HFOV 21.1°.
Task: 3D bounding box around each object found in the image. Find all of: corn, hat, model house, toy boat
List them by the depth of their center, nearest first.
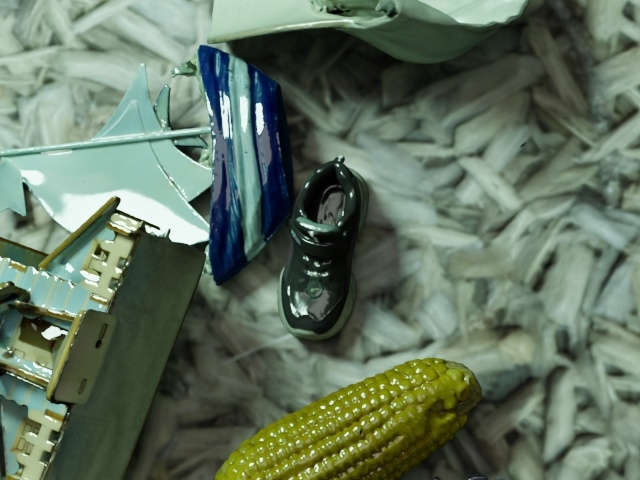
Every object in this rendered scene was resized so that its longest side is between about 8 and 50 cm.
[{"bbox_3d":[0.017,0.178,1.449,0.262,0.097,0.097,-27,70,-5],"label":"corn"},{"bbox_3d":[-0.251,0.077,1.463,0.206,0.178,0.271,20,90,27],"label":"model house"},{"bbox_3d":[-0.156,-0.086,1.571,0.292,0.070,0.210,17,81,15],"label":"toy boat"},{"bbox_3d":[0.033,-0.244,1.581,0.301,0.168,0.257,-13,55,29],"label":"hat"}]

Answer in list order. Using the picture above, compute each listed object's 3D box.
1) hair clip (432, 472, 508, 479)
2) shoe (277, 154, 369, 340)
[{"bbox_3d":[0.110,0.280,1.425,0.124,0.052,0.195,24,71,9],"label":"hair clip"},{"bbox_3d":[0.000,0.000,1.508,0.071,0.099,0.169,10,73,8],"label":"shoe"}]
